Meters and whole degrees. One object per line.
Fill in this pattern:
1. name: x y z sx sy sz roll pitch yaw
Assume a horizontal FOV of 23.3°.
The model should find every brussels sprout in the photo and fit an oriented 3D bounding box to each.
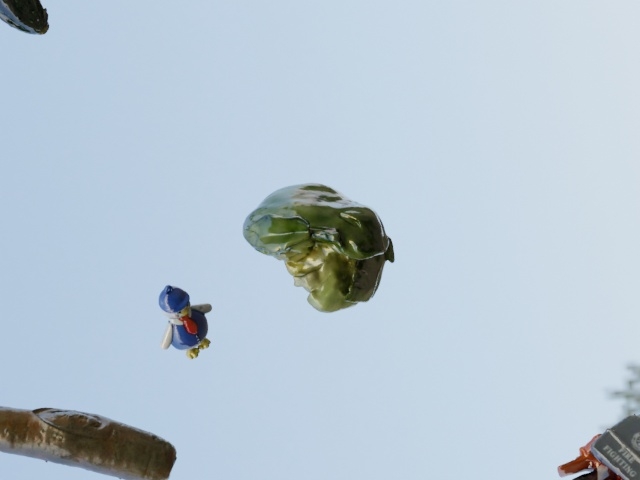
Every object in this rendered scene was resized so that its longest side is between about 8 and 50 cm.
1. brussels sprout: 0.002 -0.003 1.435 0.181 0.139 0.100 -33 -32 -63

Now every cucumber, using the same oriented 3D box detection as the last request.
1. cucumber: -0.431 -0.358 1.921 0.265 0.077 0.077 52 -142 -33

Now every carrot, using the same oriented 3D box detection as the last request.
1. carrot: -0.333 0.219 1.777 0.070 0.342 0.070 -168 90 -84

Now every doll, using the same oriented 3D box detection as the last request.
1. doll: -0.199 0.112 2.230 0.099 0.057 0.143 -40 -42 -21

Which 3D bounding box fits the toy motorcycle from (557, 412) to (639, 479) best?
1. toy motorcycle: 0.372 0.271 1.386 0.221 0.325 0.148 -40 -32 -12
